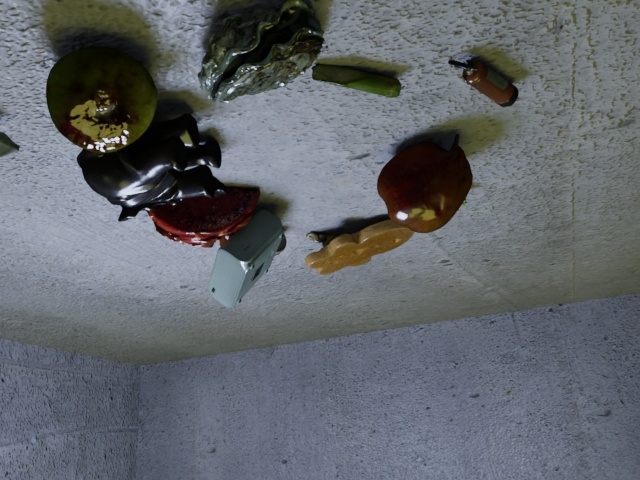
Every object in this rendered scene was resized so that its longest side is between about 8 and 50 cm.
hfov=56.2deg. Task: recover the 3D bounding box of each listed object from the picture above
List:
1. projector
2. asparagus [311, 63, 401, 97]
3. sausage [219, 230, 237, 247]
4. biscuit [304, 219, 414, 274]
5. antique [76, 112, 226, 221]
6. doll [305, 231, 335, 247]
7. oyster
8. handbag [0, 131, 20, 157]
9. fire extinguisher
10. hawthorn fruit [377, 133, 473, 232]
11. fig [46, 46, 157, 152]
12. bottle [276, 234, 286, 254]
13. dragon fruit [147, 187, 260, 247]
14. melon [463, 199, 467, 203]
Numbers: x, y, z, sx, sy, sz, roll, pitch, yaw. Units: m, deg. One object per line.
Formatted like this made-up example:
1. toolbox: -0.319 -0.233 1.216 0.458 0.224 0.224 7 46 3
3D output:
1. projector: -0.210 0.055 1.720 0.108 0.198 0.250 34 140 7
2. asparagus: 0.070 -0.308 1.148 0.179 0.045 0.041 5 124 -23
3. sausage: -0.266 -0.018 1.802 0.089 0.089 0.179 0 155 -12
4. biscuit: 0.128 0.015 1.927 0.355 0.052 0.275 -25 159 14
5. antique: -0.361 -0.154 1.273 0.255 0.185 0.322 -13 165 11
6. doll: 0.002 -0.008 1.950 0.093 0.051 0.061 34 151 -14
7. oyster: -0.119 -0.315 1.027 0.268 0.112 0.198 -21 176 19
8. handbag: -0.808 -0.194 1.185 0.316 0.109 0.253 -14 152 26
9. fire extinguisher: 0.321 -0.314 1.176 0.177 0.050 0.062 16 -171 -41
10. hawthorn fruit: 0.257 -0.147 1.430 0.208 0.208 0.248 12 130 -36
11. fig: -0.387 -0.246 1.058 0.181 0.180 0.191 9 -179 -31
12. bottle: -0.180 0.021 1.895 0.099 0.098 0.152 10 156 -33
13. dragon fruit: -0.324 -0.041 1.624 0.317 0.151 0.205 0 160 -13
14. melon: 0.290 -0.134 1.644 0.262 0.053 0.114 0 151 -12
